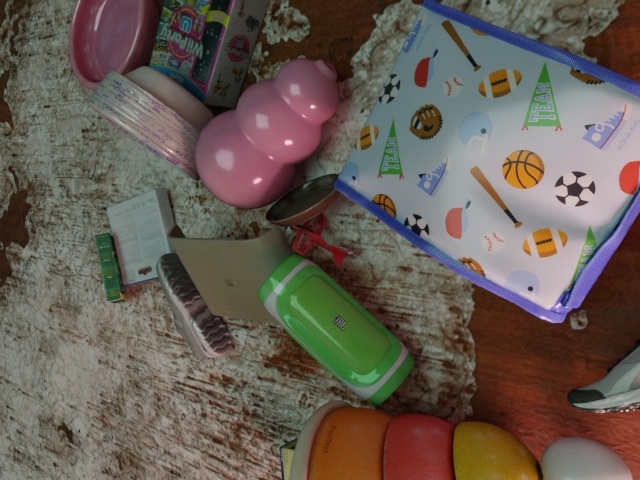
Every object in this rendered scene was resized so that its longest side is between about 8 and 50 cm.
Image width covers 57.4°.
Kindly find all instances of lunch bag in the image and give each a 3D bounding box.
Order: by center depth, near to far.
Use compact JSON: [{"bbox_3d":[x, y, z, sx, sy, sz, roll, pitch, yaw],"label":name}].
[{"bbox_3d":[0.268,-0.114,0.846,0.385,0.239,0.327,39,114,36],"label":"lunch bag"}]

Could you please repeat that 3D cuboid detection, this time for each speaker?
[{"bbox_3d":[0.027,0.160,1.072,0.296,0.131,0.131,42,118,7],"label":"speaker"}]

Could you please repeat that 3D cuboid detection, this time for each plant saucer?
[{"bbox_3d":[-0.027,-0.074,1.133,0.169,0.168,0.029,-15,116,37],"label":"plant saucer"},{"bbox_3d":[-0.519,-0.539,1.486,0.332,0.084,0.331,-4,83,38],"label":"plant saucer"}]

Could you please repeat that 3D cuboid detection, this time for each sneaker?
[{"bbox_3d":[0.468,0.167,0.810,0.272,0.100,0.107,-36,58,30],"label":"sneaker"},{"bbox_3d":[-0.327,0.164,1.391,0.115,0.105,0.281,-36,77,36],"label":"sneaker"}]

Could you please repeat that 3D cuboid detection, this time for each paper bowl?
[{"bbox_3d":[-0.344,-0.266,1.275,0.284,0.284,0.148,34,86,30],"label":"paper bowl"}]

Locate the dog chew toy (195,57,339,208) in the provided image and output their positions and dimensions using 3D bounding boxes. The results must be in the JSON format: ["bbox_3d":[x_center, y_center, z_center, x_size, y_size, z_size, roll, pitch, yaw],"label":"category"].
[{"bbox_3d":[-0.094,-0.215,1.140,0.332,0.207,0.206,-44,68,23],"label":"dog chew toy"}]

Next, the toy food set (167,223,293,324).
[{"bbox_3d":[-0.169,0.061,1.249,0.306,0.092,0.219,1,127,35],"label":"toy food set"}]

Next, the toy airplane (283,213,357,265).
[{"bbox_3d":[0.000,0.000,1.134,0.151,0.151,0.028,44,131,26],"label":"toy airplane"}]

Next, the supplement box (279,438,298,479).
[{"bbox_3d":[-0.035,0.472,1.230,0.083,0.056,0.083,-4,91,37],"label":"supplement box"}]

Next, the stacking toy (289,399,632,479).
[{"bbox_3d":[0.222,0.398,0.903,0.480,0.351,0.350,-16,83,24],"label":"stacking toy"}]

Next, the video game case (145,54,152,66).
[{"bbox_3d":[-0.429,-0.380,1.485,0.173,0.022,0.190,11,100,37],"label":"video game case"}]

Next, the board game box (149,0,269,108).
[{"bbox_3d":[-0.248,-0.477,1.295,0.224,0.098,0.303,33,113,31],"label":"board game box"}]

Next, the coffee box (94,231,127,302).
[{"bbox_3d":[-0.564,0.077,1.578,0.113,0.041,0.184,138,119,-75],"label":"coffee box"}]

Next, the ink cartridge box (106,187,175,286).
[{"bbox_3d":[-0.458,-0.004,1.521,0.223,0.045,0.223,-13,88,38],"label":"ink cartridge box"}]
